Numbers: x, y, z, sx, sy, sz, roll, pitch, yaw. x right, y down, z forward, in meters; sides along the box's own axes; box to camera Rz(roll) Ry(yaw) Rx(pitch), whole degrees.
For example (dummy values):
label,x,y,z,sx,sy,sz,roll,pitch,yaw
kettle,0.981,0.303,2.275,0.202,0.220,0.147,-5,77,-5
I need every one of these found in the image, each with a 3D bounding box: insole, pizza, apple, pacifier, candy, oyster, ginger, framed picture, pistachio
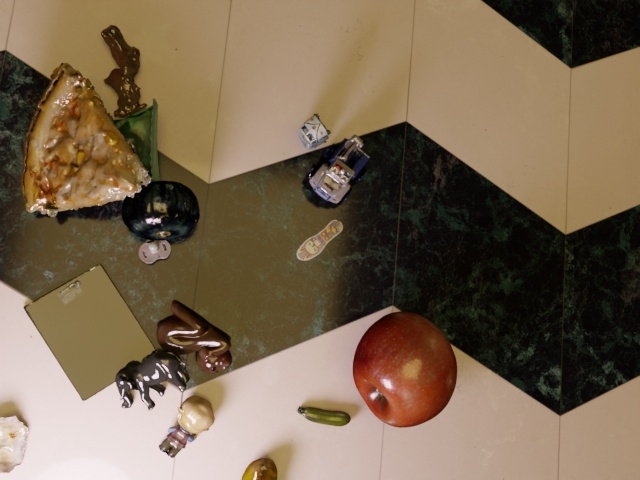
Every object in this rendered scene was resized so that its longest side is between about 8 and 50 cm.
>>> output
label,x,y,z,sx,sy,sz,roll,pitch,yaw
insole,0.000,0.000,2.024,0.197,0.004,0.065,-39,93,-15
pizza,-0.742,-0.236,1.739,0.392,0.080,0.434,-37,80,16
apple,0.257,0.402,1.861,0.277,0.348,0.348,-33,91,-27
pacifier,-0.519,0.023,1.858,0.099,0.078,0.081,-22,76,-14
candy,-0.680,-0.277,1.818,0.398,0.172,0.262,-6,80,-2
oyster,-0.955,0.565,1.683,0.233,0.107,0.161,15,74,-30
ginger,-0.632,-0.540,1.910,0.122,0.084,0.289,-10,89,7
framed picture,-0.695,0.277,1.816,0.255,0.014,0.338,-33,92,-16
pistachio,-0.193,0.756,1.836,0.110,0.100,0.189,8,90,10

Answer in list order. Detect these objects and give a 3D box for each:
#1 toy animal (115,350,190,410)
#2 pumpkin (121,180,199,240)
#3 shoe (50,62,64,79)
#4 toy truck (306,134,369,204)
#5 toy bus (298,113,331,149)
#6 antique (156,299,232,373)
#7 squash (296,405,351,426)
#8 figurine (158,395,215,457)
label,x,y,z,sx,sy,sz,roll,pitch,yaw
toy animal,-0.510,0.416,1.790,0.245,0.114,0.146,-34,109,-5
pumpkin,-0.482,-0.088,1.802,0.233,0.233,0.162,-5,79,-14
shoe,-0.787,-0.500,1.860,0.109,0.072,0.069,42,106,18
toy truck,0.069,-0.236,1.982,0.161,0.177,0.213,38,75,-8
toy bus,-0.025,-0.354,1.970,0.089,0.194,0.087,-35,93,-2
antique,-0.383,0.311,1.834,0.257,0.121,0.143,34,84,-7
squash,0.011,0.568,1.930,0.184,0.052,0.052,14,80,-13
figurine,-0.404,0.568,1.815,0.114,0.108,0.196,36,94,3
